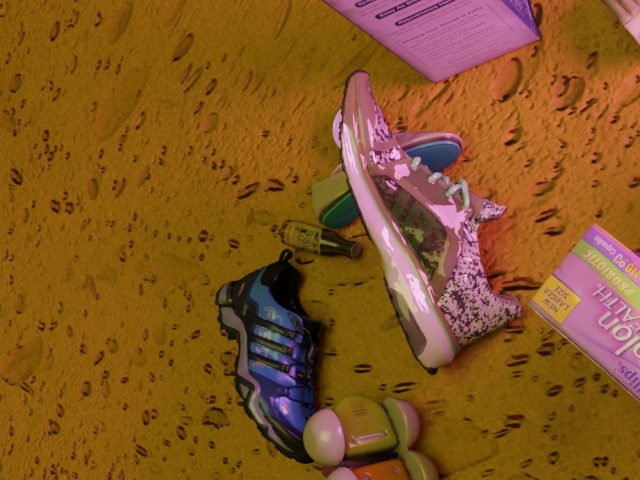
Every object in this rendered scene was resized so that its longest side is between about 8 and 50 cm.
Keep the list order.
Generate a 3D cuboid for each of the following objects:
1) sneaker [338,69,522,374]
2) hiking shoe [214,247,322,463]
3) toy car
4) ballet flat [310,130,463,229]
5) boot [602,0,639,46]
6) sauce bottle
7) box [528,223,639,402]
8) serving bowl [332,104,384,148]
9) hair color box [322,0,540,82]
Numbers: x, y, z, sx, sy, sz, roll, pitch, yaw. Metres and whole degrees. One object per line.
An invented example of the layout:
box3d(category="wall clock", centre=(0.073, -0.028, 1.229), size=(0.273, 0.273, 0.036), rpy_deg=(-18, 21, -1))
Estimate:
box3d(category="sneaker", centre=(0.146, -0.041, 1.493), size=(0.182, 0.158, 0.410), rpy_deg=(-21, 95, 5))
box3d(category="hiking shoe", centre=(-0.052, 0.164, 1.607), size=(0.132, 0.113, 0.304), rpy_deg=(-34, 63, 21))
box3d(category="toy car", centre=(0.056, 0.301, 1.508), size=(0.136, 0.159, 0.182), rpy_deg=(-55, 49, 54))
box3d(category="ballet flat", centre=(0.087, -0.106, 1.611), size=(0.248, 0.086, 0.086), rpy_deg=(-29, 65, 23))
box3d(category="boot", centre=(0.486, -0.293, 1.393), size=(0.203, 0.095, 0.262), rpy_deg=(-46, 58, 14))
box3d(category="sauce bottle", centre=(0.000, 0.000, 1.657), size=(0.128, 0.042, 0.042), rpy_deg=(13, 86, 35))
box3d(category="box", centre=(0.385, 0.111, 1.273), size=(0.213, 0.243, 0.117), rpy_deg=(44, 103, 32))
box3d(category="serving bowl", centre=(0.060, -0.165, 1.667), size=(0.083, 0.027, 0.083), rpy_deg=(-8, 74, 30))
box3d(category="hair color box", centre=(0.136, -0.332, 1.468), size=(0.174, 0.347, 0.105), rpy_deg=(-20, 69, 26))
